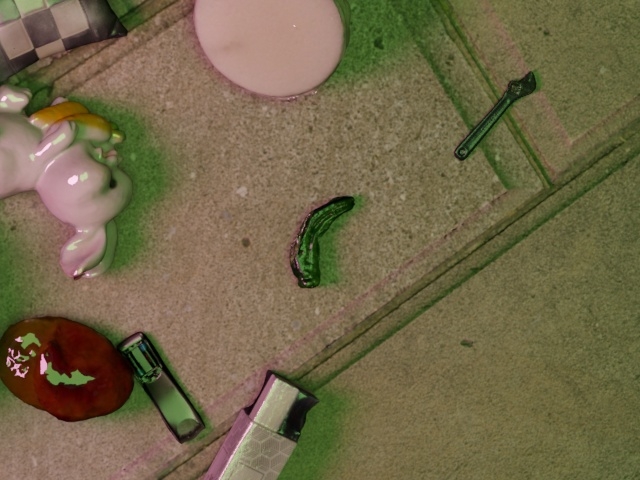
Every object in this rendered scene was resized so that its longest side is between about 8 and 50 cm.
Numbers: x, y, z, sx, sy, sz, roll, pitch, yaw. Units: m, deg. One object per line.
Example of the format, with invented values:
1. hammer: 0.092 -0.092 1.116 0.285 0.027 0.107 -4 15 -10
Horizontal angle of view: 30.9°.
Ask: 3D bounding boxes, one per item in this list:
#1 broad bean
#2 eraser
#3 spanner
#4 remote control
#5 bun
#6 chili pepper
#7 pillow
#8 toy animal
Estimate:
1. broad bean: -0.416 0.210 1.891 0.228 0.122 0.156 28 92 -19
2. eraser: -0.144 0.423 1.996 0.098 0.096 0.404 29 89 -14
3. spanner: 0.314 -0.224 2.080 0.046 0.012 0.208 43 85 -15
4. remote control: -0.271 0.253 1.979 0.059 0.028 0.212 -34 103 -9
5. bun: -0.065 -0.380 1.894 0.263 0.175 0.263 8 130 10
6. chili pepper: -0.005 -0.005 2.007 0.073 0.050 0.182 26 87 -8
7. pillow: -0.450 -0.363 1.824 0.250 0.106 0.186 -23 113 -9
8. toy animal: -0.425 -0.098 1.831 0.310 0.183 0.247 28 94 -20
